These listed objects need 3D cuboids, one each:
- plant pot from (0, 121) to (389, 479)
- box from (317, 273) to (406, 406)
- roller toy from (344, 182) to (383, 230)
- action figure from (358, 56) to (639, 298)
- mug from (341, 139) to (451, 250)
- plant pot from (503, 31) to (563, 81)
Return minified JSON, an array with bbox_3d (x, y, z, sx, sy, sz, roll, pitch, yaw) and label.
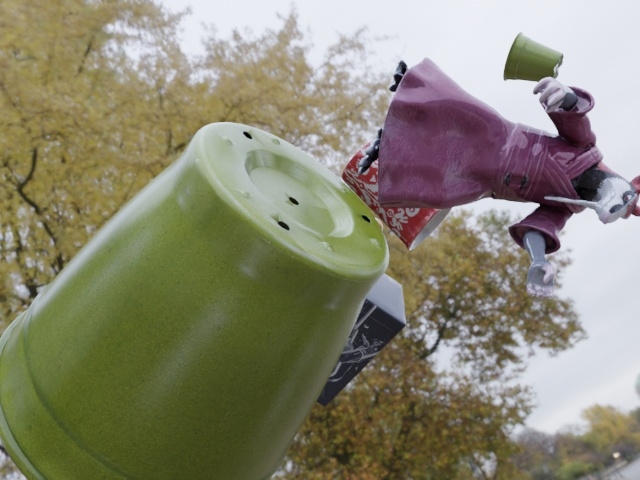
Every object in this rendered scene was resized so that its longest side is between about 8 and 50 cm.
[{"bbox_3d":[-0.116,0.073,0.749,0.366,0.366,0.353,7,-52,-50],"label":"plant pot"},{"bbox_3d":[-0.030,0.165,1.575,0.343,0.179,0.312,33,-66,-14],"label":"box"},{"bbox_3d":[0.000,0.000,1.195,0.191,0.146,0.209,-38,-22,18],"label":"roller toy"},{"bbox_3d":[0.248,-0.092,0.883,0.276,0.370,0.248,-45,-29,-72],"label":"action figure"},{"bbox_3d":[0.120,-0.071,1.131,0.113,0.169,0.150,-36,-16,-36],"label":"mug"},{"bbox_3d":[0.358,-0.297,1.113,0.083,0.079,0.083,-47,-31,-39],"label":"plant pot"}]
